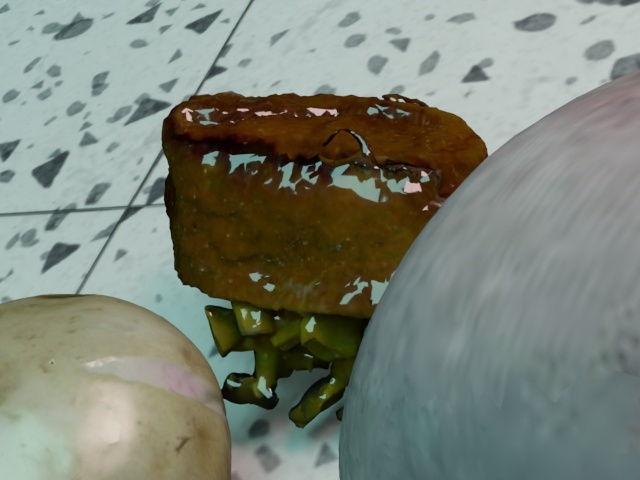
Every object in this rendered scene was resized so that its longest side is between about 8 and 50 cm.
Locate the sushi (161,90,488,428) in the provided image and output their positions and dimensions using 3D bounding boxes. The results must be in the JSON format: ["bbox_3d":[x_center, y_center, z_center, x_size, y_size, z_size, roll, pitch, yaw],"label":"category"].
[{"bbox_3d":[0.002,0.001,0.740,0.296,0.179,0.167,9,28,20],"label":"sushi"}]

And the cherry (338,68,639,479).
[{"bbox_3d":[0.167,0.068,0.450,0.326,0.291,0.335,-37,14,42],"label":"cherry"}]

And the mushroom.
[{"bbox_3d":[-0.163,0.136,0.662,0.255,0.184,0.255,-20,36,15],"label":"mushroom"}]
